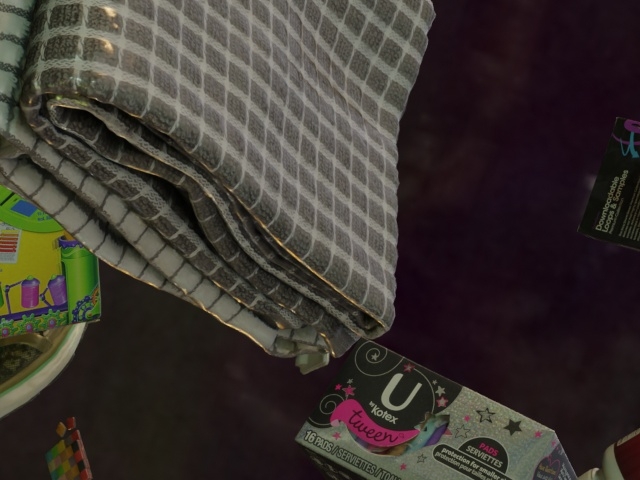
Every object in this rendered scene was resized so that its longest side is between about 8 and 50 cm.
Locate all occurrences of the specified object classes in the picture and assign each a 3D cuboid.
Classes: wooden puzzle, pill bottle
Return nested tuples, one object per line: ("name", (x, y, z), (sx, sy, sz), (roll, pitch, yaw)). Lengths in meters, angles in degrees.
("wooden puzzle", (-0.230, 0.205, 1.737), (0.049, 0.006, 0.083), (-40, -122, 34))
("pill bottle", (0.310, 0.205, 1.711), (0.152, 0.086, 0.086), (-34, -168, 19))

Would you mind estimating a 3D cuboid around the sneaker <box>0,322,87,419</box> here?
("sneaker", (-0.390, 0.106, 1.891), (0.410, 0.158, 0.182), (-44, 120, -34))

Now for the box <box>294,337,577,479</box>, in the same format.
("box", (0.126, 0.232, 1.997), (0.142, 0.247, 0.163), (-57, 149, -17))

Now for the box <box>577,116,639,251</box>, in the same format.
("box", (0.322, -0.041, 1.719), (0.029, 0.162, 0.116), (26, 83, -53))

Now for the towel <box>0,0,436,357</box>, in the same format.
("towel", (-0.053, -0.090, 0.991), (0.283, 0.121, 0.235), (37, 43, -42))

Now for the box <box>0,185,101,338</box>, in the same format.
("box", (-0.371, -0.053, 1.731), (0.177, 0.290, 0.279), (20, -65, 55))

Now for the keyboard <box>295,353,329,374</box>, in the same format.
("keyboard", (0.000, 0.000, 1.861), (0.072, 0.014, 0.256), (-24, -119, 61))
